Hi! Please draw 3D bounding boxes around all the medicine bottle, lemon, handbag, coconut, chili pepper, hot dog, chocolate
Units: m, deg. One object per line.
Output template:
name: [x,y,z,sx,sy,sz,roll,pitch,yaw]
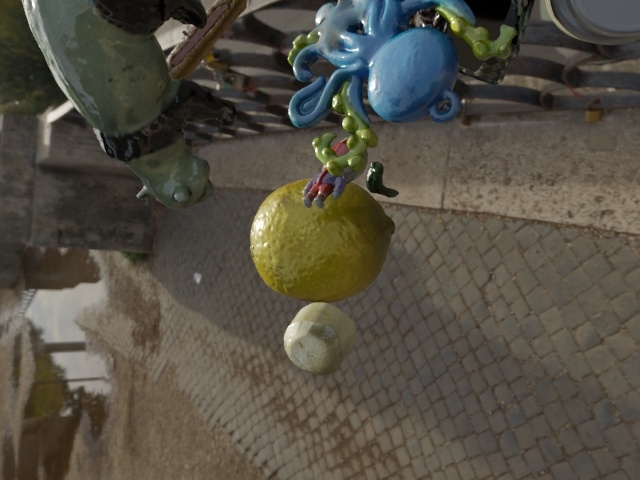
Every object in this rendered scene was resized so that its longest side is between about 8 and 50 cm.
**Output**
medicine bottle: [0.494,-0.437,0.911,0.208,0.339,0.208,7,113,17]
lemon: [-0.002,0.000,1.323,0.336,0.336,0.335,-10,78,54]
handbag: [0.541,-0.706,1.572,0.317,0.180,0.415,28,-98,-81]
coconut: [0.004,0.292,1.663,0.202,0.222,0.202,7,111,19]
chili pepper: [0.129,-0.121,1.190,0.056,0.118,0.035,-25,46,14]
hot dog: [-0.258,-0.435,1.185,0.285,0.061,0.088,-54,3,-14]
chocolate: [0.213,-0.438,0.982,0.177,0.224,0.206,28,111,31]

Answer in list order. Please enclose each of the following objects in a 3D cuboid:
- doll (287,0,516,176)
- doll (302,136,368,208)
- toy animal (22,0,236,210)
doll: [0.095,-0.280,0.857,0.346,0.099,0.341,-49,55,19]
doll: [0.042,-0.151,1.111,0.102,0.075,0.227,6,47,39]
toy animal: [-0.144,-0.125,0.442,0.094,0.121,0.225,6,134,23]
